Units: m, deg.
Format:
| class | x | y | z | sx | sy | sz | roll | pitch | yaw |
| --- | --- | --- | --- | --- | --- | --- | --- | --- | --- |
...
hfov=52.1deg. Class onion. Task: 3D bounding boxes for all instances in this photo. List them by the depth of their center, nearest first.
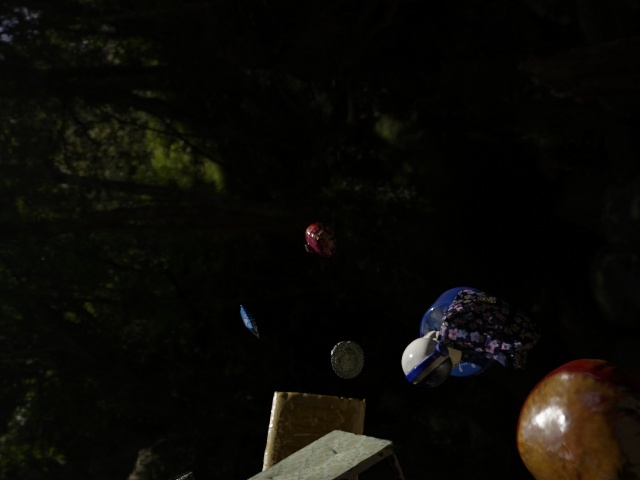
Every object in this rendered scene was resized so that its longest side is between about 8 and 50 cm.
| class | x | y | z | sx | sy | sz | roll | pitch | yaw |
| --- | --- | --- | --- | --- | --- | --- | --- | --- | --- |
| onion | 0.000 | 0.000 | 1.863 | 0.107 | 0.097 | 0.107 | 55 | 172 | 11 |

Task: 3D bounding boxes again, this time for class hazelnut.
| class | x | y | z | sx | sy | sz | roll | pitch | yaw |
| --- | --- | --- | --- | --- | --- | --- | --- | --- | --- |
| hazelnut | 0.400 | 0.280 | 0.905 | 0.229 | 0.229 | 0.229 | -2 | -90 | -70 |

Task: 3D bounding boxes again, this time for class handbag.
| class | x | y | z | sx | sy | sz | roll | pitch | yaw |
| --- | --- | --- | --- | --- | --- | --- | --- | --- | --- |
| handbag | 0.379 | 0.198 | 1.455 | 0.228 | 0.208 | 0.127 | -24 | -53 | -64 |

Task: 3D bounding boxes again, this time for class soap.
| class | x | y | z | sx | sy | sz | roll | pitch | yaw |
| --- | --- | --- | --- | --- | --- | --- | --- | --- | --- |
| soap | -0.020 | 0.643 | 2.022 | 0.156 | 0.293 | 0.335 | 84 | -165 | -69 |

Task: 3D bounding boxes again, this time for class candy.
| class | x | y | z | sx | sy | sz | roll | pitch | yaw |
| --- | --- | --- | --- | --- | --- | --- | --- | --- | --- |
| candy | -0.229 | 0.267 | 2.148 | 0.088 | 0.038 | 0.136 | 56 | 172 | 22 |

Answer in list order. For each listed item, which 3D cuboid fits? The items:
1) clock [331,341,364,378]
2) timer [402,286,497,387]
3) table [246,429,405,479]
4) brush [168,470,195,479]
| class | x | y | z | sx | sy | sz | roll | pitch | yaw |
| --- | --- | --- | --- | --- | --- | --- | --- | --- | --- |
| clock | 0.061 | 0.267 | 1.461 | 0.010 | 0.074 | 0.083 | 140 | 128 | -83 |
| timer | 0.366 | 0.315 | 1.914 | 0.383 | 0.270 | 0.270 | -22 | -70 | -50 |
| table | -0.005 | 0.559 | 1.205 | 0.335 | 0.222 | 0.272 | -21 | -88 | -29 |
| brush | -0.305 | 0.494 | 1.289 | 0.190 | 0.027 | 0.034 | 2 | -116 | -61 |
